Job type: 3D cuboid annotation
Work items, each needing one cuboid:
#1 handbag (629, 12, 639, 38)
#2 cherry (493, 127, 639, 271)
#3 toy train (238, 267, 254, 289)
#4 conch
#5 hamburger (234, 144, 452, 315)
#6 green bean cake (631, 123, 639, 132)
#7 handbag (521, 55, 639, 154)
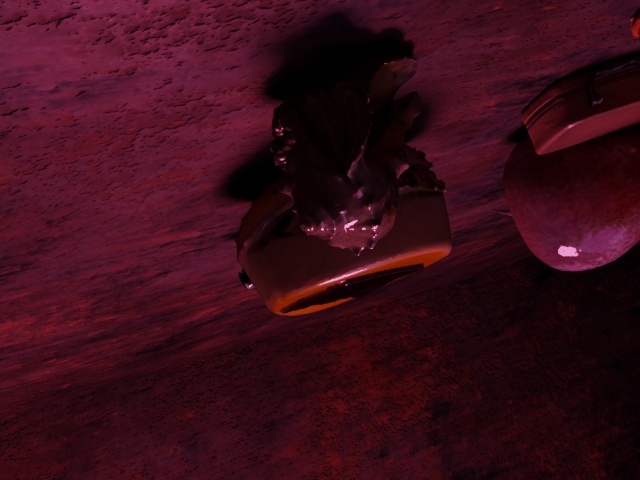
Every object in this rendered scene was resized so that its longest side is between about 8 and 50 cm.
[{"bbox_3d":[0.580,-0.299,1.063,0.303,0.116,0.410,-13,167,-34],"label":"handbag"},{"bbox_3d":[0.401,-0.069,1.500,0.285,0.236,0.213,-13,-146,32],"label":"cherry"},{"bbox_3d":[0.000,0.000,1.470,0.269,0.115,0.154,-18,160,-13],"label":"toy train"},{"bbox_3d":[0.039,-0.101,0.956,0.245,0.163,0.178,-49,177,-39],"label":"conch"},{"bbox_3d":[0.032,-0.020,1.239,0.300,0.176,0.300,-21,170,-4],"label":"hamburger"},{"bbox_3d":[0.576,-0.190,1.588,0.214,0.113,0.200,-17,169,-18],"label":"green bean cake"},{"bbox_3d":[0.393,-0.195,1.347,0.193,0.072,0.151,-17,169,-10],"label":"handbag"}]
